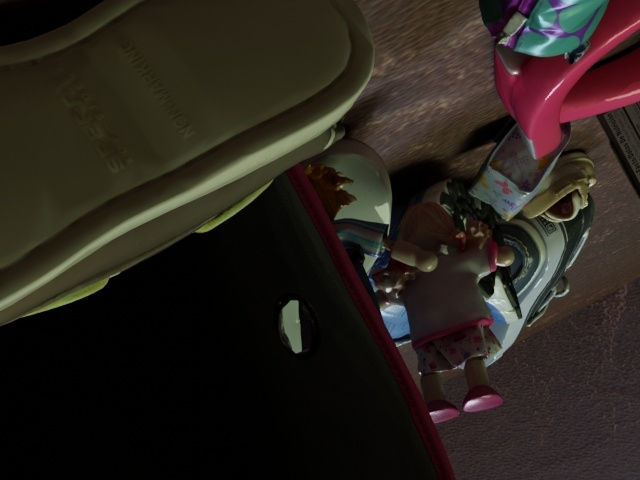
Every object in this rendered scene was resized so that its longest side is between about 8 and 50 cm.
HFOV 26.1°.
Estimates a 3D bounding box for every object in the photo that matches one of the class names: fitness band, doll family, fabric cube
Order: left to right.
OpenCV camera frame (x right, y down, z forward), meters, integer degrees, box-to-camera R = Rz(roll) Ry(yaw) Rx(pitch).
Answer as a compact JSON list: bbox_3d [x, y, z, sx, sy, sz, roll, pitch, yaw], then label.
[{"bbox_3d":[-0.137,0.104,0.687,0.259,0.254,0.258,-18,165,-38],"label":"fabric cube"},{"bbox_3d":[-0.016,0.044,0.846,0.263,0.163,0.118,-21,158,22],"label":"doll family"},{"bbox_3d":[0.216,-0.139,0.910,0.209,0.054,0.291,-30,169,4],"label":"fitness band"}]

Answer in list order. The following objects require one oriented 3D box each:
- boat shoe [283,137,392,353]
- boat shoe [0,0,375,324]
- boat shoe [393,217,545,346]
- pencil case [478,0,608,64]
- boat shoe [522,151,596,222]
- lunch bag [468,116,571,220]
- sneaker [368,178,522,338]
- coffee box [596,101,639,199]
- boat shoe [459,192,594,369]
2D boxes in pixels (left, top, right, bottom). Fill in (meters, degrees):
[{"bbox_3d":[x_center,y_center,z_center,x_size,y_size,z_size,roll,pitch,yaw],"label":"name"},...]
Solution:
[{"bbox_3d":[0.001,0.001,0.963,0.079,0.081,0.227,9,137,-3],"label":"boat shoe"},{"bbox_3d":[-0.126,-0.020,0.523,0.324,0.116,0.097,-26,167,-31],"label":"boat shoe"},{"bbox_3d":[0.122,0.053,1.442,0.254,0.095,0.079,-25,-176,41],"label":"boat shoe"},{"bbox_3d":[0.116,-0.137,0.649,0.070,0.064,0.152,-50,172,-11],"label":"pencil case"},{"bbox_3d":[0.220,-0.045,1.294,0.063,0.059,0.170,-33,166,31],"label":"boat shoe"},{"bbox_3d":[0.159,-0.067,1.081,0.083,0.053,0.071,-50,174,-16],"label":"lunch bag"},{"bbox_3d":[0.085,0.021,1.205,0.147,0.130,0.330,-15,168,16],"label":"sneaker"},{"bbox_3d":[0.376,-0.131,1.155,0.246,0.098,0.141,-34,164,34],"label":"coffee box"},{"bbox_3d":[0.212,0.039,1.531,0.105,0.113,0.306,-27,155,-30],"label":"boat shoe"}]
